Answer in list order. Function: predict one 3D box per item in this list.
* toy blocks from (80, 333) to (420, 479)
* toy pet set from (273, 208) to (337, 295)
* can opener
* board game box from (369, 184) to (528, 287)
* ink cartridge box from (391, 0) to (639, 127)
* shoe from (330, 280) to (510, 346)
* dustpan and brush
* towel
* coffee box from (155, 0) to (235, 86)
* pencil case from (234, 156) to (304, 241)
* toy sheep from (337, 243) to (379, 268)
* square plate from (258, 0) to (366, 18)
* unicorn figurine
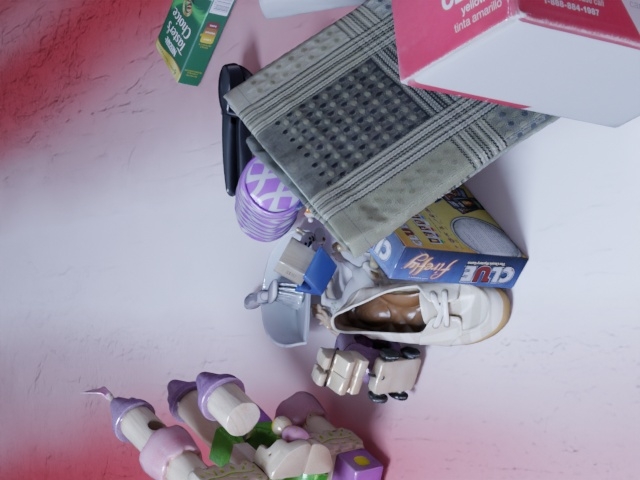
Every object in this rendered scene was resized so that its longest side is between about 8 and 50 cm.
[{"bbox_3d":[-0.094,0.214,1.669,0.260,0.289,0.309,38,120,46],"label":"toy blocks"},{"bbox_3d":[0.000,0.000,1.682,0.114,0.065,0.122,-62,1,-22],"label":"toy pet set"},{"bbox_3d":[-0.118,-0.153,1.971,0.059,0.073,0.186,11,104,49],"label":"can opener"},{"bbox_3d":[0.093,-0.041,1.537,0.243,0.165,0.042,55,130,45],"label":"board game box"},{"bbox_3d":[0.204,-0.324,1.305,0.160,0.279,0.384,-28,63,51],"label":"ink cartridge box"},{"bbox_3d":[0.106,0.082,1.558,0.219,0.058,0.076,-6,93,40],"label":"shoe"},{"bbox_3d":[-0.059,0.071,1.840,0.211,0.060,0.147,137,136,-76],"label":"dustpan and brush"},{"bbox_3d":[0.089,-0.149,1.500,0.324,0.056,0.312,-33,47,-5],"label":"towel"},{"bbox_3d":[-0.182,-0.333,2.105,0.184,0.040,0.113,-62,40,30],"label":"coffee box"},{"bbox_3d":[-0.061,-0.056,1.768,0.088,0.086,0.206,-51,0,-12],"label":"pencil case"},{"bbox_3d":[0.062,-0.022,1.647,0.091,0.091,0.132,-39,38,47],"label":"toy sheep"},{"bbox_3d":[0.015,-0.460,1.759,0.344,0.049,0.347,5,93,56],"label":"square plate"},{"bbox_3d":[0.042,0.053,1.707,0.111,0.060,0.162,56,146,38],"label":"unicorn figurine"}]
